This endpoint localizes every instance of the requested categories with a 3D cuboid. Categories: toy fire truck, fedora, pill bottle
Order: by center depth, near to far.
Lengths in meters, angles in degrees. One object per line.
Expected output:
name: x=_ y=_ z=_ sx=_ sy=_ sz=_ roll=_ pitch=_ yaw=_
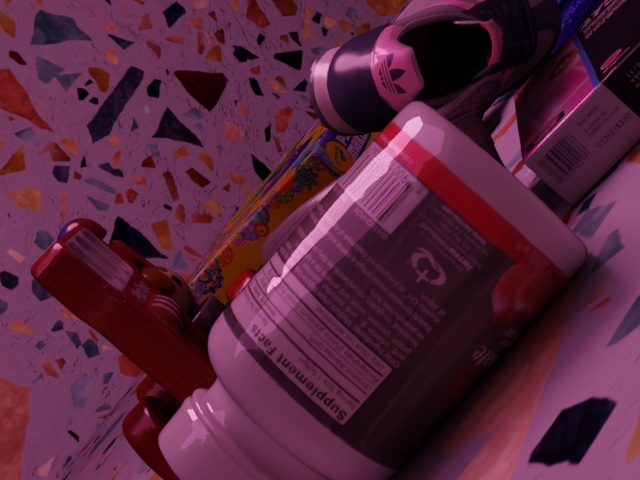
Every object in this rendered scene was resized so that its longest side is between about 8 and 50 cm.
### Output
pill bottle: x=0.030 y=0.069 z=1.010 sx=0.318 sy=0.176 sz=0.176 roll=-48 pitch=7 yaw=5
fedora: x=0.086 y=-0.017 z=1.224 sx=0.275 sy=0.124 sz=0.244 roll=-34 pitch=-7 yaw=-8
toy fire truck: x=-0.144 y=0.074 z=1.265 sx=0.169 sy=0.254 sz=0.302 roll=-46 pitch=7 yaw=3

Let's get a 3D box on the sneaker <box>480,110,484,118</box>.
sneaker: x=0.131 y=-0.117 z=1.757 sx=0.226 sy=0.086 sz=0.163 roll=-52 pitch=9 yaw=31

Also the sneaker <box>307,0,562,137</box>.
sneaker: x=0.143 y=-0.174 z=1.260 sx=0.319 sy=0.112 sz=0.131 roll=-29 pitch=12 yaw=-36

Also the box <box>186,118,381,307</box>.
box: x=0.000 y=0.000 z=1.573 sx=0.279 sy=0.177 sz=0.290 roll=-47 pitch=7 yaw=25

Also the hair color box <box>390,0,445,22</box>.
hair color box: x=0.221 y=-0.312 z=1.875 sx=0.347 sy=0.174 sz=0.105 roll=-49 pitch=6 yaw=1

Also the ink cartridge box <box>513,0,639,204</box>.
ink cartridge box: x=0.263 y=-0.158 z=1.272 sx=0.176 sy=0.069 sz=0.371 roll=-47 pitch=5 yaw=17

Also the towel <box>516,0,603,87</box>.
towel: x=0.332 y=-0.333 z=1.700 sx=0.308 sy=0.076 sz=0.227 roll=-50 pitch=8 yaw=-9
